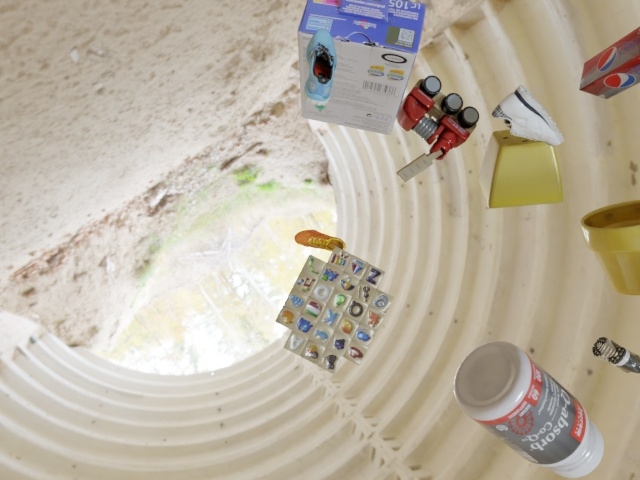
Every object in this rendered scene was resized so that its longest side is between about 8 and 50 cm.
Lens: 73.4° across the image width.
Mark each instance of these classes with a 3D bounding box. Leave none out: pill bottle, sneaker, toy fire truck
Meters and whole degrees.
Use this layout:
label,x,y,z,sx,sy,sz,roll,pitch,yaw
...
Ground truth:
label,x,y,z,sx,sy,sz,roll,pitch,yaw
pill bottle,0.534,0.435,1.092,0.210,0.363,0.210,-45,-162,19
sneaker,0.541,-0.305,1.111,0.095,0.235,0.090,-42,-143,32
toy fire truck,0.303,-0.315,1.272,0.246,0.217,0.158,-53,-175,-11
sneaker,0.000,0.000,1.422,0.175,0.064,0.067,8,-174,-2
sneaker,0.008,-0.332,0.795,0.073,0.064,0.161,126,-32,-64
sneaker,0.987,0.387,1.420,0.078,0.106,0.234,-59,168,6

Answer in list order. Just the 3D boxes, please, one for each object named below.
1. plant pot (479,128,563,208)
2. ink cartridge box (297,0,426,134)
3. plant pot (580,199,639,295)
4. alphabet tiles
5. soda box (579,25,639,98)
label,x,y,z,sx,sy,sz,roll,pitch,yaw
plant pot,0.621,-0.238,1.335,0.213,0.187,0.212,-4,-148,13
ink cartridge box,0.092,-0.446,1.059,0.395,0.271,0.150,92,10,-74
plant pot,0.957,0.026,1.305,0.254,0.238,0.254,-20,-169,4
alphabet tiles,0.042,0.206,1.283,0.342,0.285,0.011,-63,180,-3
soda box,0.752,-0.436,1.017,0.263,0.092,0.083,149,-43,-79
